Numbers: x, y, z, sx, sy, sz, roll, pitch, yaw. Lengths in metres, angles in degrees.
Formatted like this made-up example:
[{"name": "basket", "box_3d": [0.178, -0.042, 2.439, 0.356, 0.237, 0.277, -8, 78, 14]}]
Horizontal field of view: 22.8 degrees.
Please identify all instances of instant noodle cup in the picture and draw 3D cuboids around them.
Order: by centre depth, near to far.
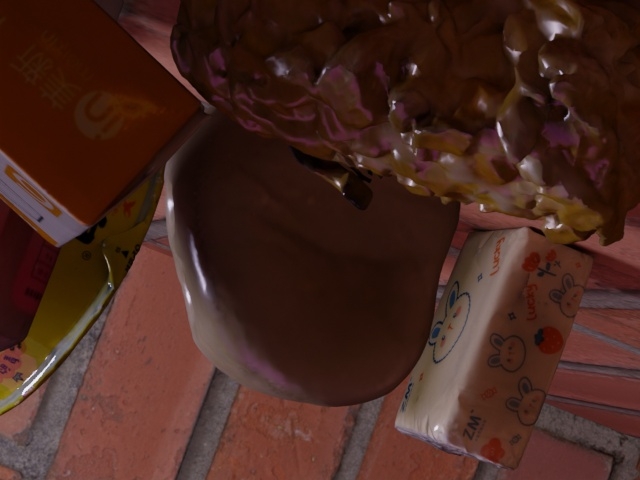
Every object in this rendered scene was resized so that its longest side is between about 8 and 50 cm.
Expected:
[{"name": "instant noodle cup", "box_3d": [-0.330, -0.036, 1.416, 0.254, 0.325, 0.325, 35, 168, -24]}]

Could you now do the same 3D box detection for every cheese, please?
[{"name": "cheese", "box_3d": [0.000, 0.000, 1.093, 0.235, 0.218, 0.117, 55, 167, -11]}]

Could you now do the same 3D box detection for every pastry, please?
[{"name": "pastry", "box_3d": [0.045, -0.074, 0.731, 0.250, 0.102, 0.154, 17, 168, 34]}]

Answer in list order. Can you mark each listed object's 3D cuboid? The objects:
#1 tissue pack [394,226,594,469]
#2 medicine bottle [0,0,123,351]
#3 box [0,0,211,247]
[{"name": "tissue pack", "box_3d": [0.147, 0.092, 1.370, 0.092, 0.196, 0.148, 22, 173, -11]}, {"name": "medicine bottle", "box_3d": [-0.215, -0.060, 1.011, 0.147, 0.247, 0.147, 20, 172, 3]}, {"name": "box", "box_3d": [-0.194, -0.117, 0.812, 0.274, 0.091, 0.221, 43, 170, -6]}]
